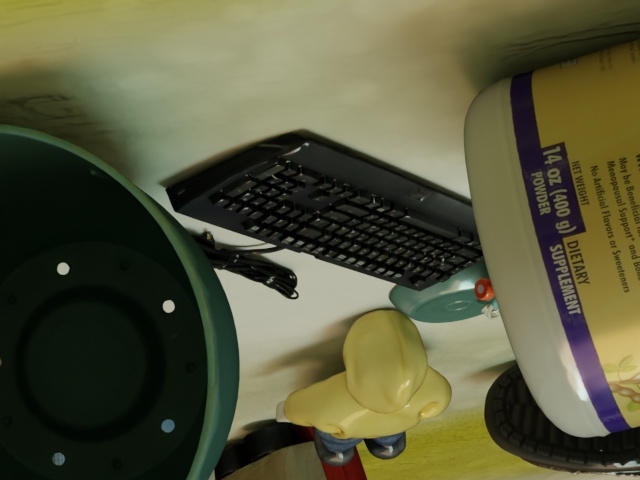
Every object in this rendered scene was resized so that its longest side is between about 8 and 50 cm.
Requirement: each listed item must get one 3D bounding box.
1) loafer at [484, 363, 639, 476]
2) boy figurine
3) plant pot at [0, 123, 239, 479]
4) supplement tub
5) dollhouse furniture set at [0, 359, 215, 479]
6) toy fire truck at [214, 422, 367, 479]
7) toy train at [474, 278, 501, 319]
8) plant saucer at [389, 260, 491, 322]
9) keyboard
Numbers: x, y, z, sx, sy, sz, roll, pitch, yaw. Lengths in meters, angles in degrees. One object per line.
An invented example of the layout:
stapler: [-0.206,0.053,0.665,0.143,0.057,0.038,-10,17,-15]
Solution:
loafer: [0.358,0.203,1.641,0.366,0.134,0.130,2,153,10]
boy figurine: [0.044,0.152,1.515,0.177,0.092,0.285,-7,158,-6]
plant pot: [-0.182,0.083,0.996,0.293,0.293,0.235,-13,175,9]
supplement tub: [0.277,-0.026,0.956,0.331,0.241,0.241,-16,158,15]
dollhouse furniture set: [-0.173,0.223,1.327,0.198,0.286,0.303,-5,170,-13]
toy fire truck: [-0.003,0.302,1.826,0.246,0.158,0.217,-8,162,-40]
toy train: [0.218,0.038,1.330,0.166,0.046,0.125,-23,152,7]
plant saucer: [0.122,0.050,1.383,0.119,0.021,0.119,-8,158,-3]
keyboard: [0.000,0.000,1.191,0.201,0.033,0.317,-23,154,31]
